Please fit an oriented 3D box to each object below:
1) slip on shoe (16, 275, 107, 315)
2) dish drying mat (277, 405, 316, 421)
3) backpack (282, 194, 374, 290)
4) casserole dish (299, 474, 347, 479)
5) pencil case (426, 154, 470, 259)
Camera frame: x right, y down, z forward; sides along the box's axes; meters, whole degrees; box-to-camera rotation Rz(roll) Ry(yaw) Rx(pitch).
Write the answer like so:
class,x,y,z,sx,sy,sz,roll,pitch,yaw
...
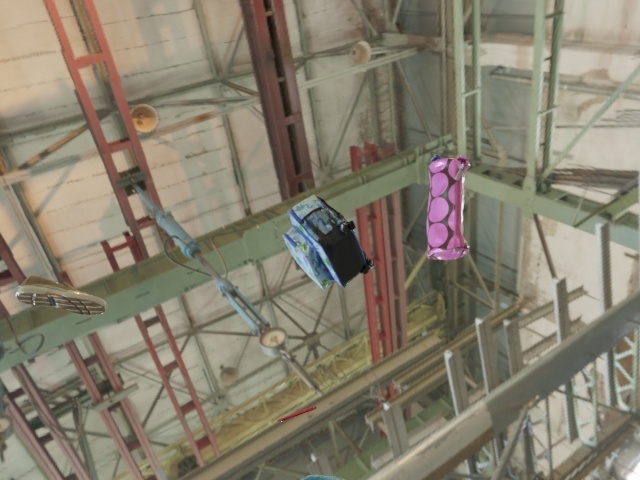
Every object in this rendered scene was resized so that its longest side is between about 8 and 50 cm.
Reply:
class,x,y,z,sx,sy,sz,roll,pitch,yaw
slip on shoe,-0.411,0.087,0.805,0.135,0.041,0.051,8,-44,-6
dish drying mat,-0.050,0.373,1.071,0.083,0.008,0.032,-23,-17,10
backpack,0.000,0.000,0.660,0.084,0.114,0.105,-34,-46,-4
casserole dish,-0.006,0.434,0.804,0.188,0.114,0.037,5,-90,-65
pencil case,0.263,-0.065,1.021,0.095,0.098,0.209,7,-101,-27
